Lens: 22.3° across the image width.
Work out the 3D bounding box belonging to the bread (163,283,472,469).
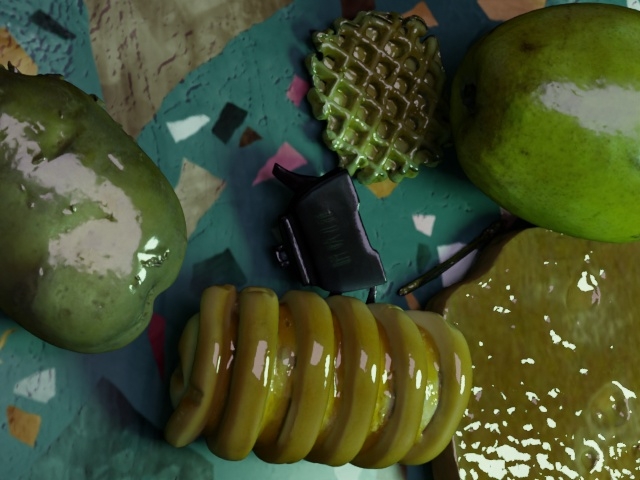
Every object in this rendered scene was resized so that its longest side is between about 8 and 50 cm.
[{"bbox_3d":[0.011,0.137,1.564,0.311,0.121,0.173,6,104,-24],"label":"bread"}]

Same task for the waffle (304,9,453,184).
[{"bbox_3d":[0.063,-0.150,1.697,0.169,0.036,0.184,-11,90,-29],"label":"waffle"}]

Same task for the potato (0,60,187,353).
[{"bbox_3d":[-0.245,-0.037,1.441,0.191,0.141,0.296,-43,109,-10],"label":"potato"}]

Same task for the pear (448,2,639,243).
[{"bbox_3d":[0.277,-0.123,1.701,0.307,0.253,0.253,5,83,-24],"label":"pear"}]

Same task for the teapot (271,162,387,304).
[{"bbox_3d":[0.000,0.000,1.621,0.096,0.087,0.177,-21,97,-3],"label":"teapot"}]

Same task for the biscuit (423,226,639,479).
[{"bbox_3d":[0.273,0.162,1.778,0.385,0.062,0.365,-9,88,-31],"label":"biscuit"}]

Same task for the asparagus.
[{"bbox_3d":[0.145,0.019,1.743,0.166,0.013,0.016,-32,113,-29],"label":"asparagus"}]
